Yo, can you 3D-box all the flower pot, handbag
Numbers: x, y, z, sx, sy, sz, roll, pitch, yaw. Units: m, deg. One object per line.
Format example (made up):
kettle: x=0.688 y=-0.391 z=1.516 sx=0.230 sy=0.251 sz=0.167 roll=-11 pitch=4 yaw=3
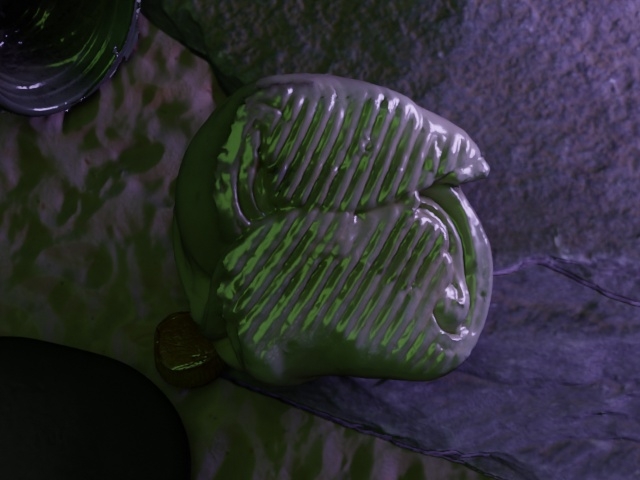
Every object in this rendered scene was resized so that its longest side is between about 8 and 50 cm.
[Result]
flower pot: x=-0.327 y=-0.265 z=1.510 sx=0.140 sy=0.235 sz=0.235 roll=36 pitch=79 yaw=34
handbag: x=-0.286 y=0.228 z=1.379 sx=0.307 sy=0.093 sz=0.254 roll=15 pitch=64 yaw=-11

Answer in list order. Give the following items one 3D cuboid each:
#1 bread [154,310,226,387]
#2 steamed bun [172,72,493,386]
bread: x=-0.138 y=0.119 z=1.462 sx=0.085 sy=0.053 sz=0.085 roll=-2 pitch=54 yaw=3
steamed bun: x=0.000 y=-0.011 z=1.412 sx=0.324 sy=0.219 sz=0.310 roll=-1 pitch=89 yaw=-22
